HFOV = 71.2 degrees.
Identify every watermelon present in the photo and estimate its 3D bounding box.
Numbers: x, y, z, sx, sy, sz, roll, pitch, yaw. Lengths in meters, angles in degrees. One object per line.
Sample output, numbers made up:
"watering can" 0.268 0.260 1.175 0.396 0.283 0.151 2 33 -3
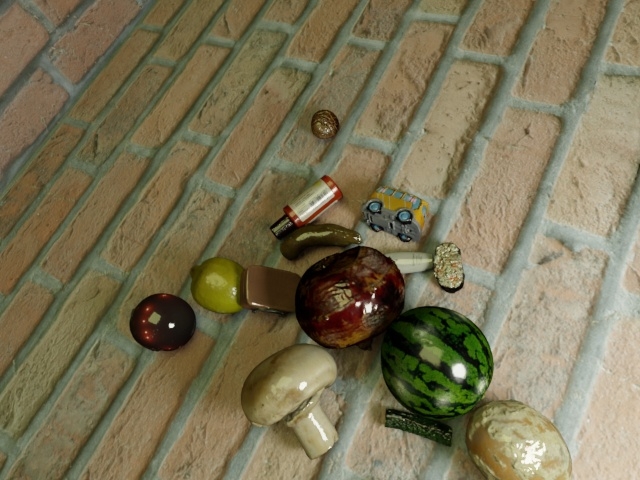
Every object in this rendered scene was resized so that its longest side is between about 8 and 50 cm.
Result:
"watermelon" 0.298 0.310 1.152 0.284 0.285 0.286 -7 62 14

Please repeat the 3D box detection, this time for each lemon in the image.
"lemon" -0.322 0.155 1.490 0.248 0.184 0.184 24 73 8

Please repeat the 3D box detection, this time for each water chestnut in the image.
"water chestnut" 0.094 0.186 1.305 0.350 0.350 0.303 -24 101 5

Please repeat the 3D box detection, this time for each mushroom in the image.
"mushroom" -0.063 0.443 1.218 0.292 0.292 0.290 -32 76 0
"mushroom" 0.015 -0.452 1.740 0.109 0.085 0.126 -7 68 14

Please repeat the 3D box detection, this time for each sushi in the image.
"sushi" 0.389 0.082 1.354 0.090 0.078 0.151 -5 64 15

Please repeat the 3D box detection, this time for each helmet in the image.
"helmet" -0.530 0.274 1.504 0.215 0.193 0.190 14 65 -8

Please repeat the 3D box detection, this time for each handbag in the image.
"handbag" -0.161 0.164 1.432 0.072 0.193 0.151 -30 50 54

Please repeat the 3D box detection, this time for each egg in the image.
"egg" 0.464 0.489 1.058 0.245 0.203 0.203 26 74 16

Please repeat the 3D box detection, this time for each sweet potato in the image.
"sweet potato" 0.001 -0.001 1.528 0.285 0.085 0.112 -7 96 3

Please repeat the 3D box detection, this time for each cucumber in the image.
"cucumber" 0.261 0.498 1.201 0.186 0.058 0.058 9 67 23

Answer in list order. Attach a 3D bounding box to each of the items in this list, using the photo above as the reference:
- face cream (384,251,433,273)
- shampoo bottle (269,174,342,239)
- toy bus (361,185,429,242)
"face cream" 0.263 0.069 1.416 0.182 0.051 0.072 -3 67 17
"shampoo bottle" -0.057 -0.108 1.577 0.278 0.104 0.104 -39 59 -4
"toy bus" 0.251 -0.093 1.464 0.209 0.126 0.136 22 64 26
